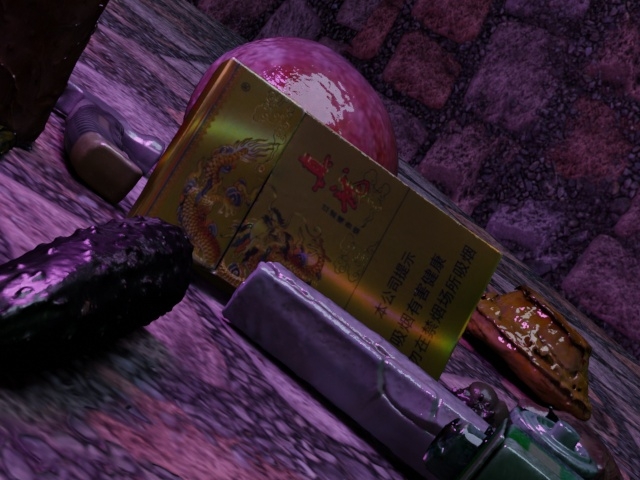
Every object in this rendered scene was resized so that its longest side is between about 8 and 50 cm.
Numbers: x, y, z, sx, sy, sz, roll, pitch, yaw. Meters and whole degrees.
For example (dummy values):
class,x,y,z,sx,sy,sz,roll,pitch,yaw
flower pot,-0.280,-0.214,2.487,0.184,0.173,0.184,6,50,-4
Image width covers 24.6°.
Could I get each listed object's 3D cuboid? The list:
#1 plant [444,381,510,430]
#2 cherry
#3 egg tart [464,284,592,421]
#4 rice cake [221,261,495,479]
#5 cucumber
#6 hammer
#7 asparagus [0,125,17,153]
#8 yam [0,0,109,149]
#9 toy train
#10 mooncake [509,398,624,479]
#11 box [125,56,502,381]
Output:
class,x,y,z,sx,sy,sz,roll,pitch,yaw
plant,0.123,0.159,1.266,0.085,0.087,0.174,69,18,5
cherry,-0.031,-0.103,1.554,0.236,0.213,0.285,32,15,18
egg tart,0.285,0.137,1.950,0.241,0.106,0.241,41,6,-5
rice cake,0.068,0.136,1.160,0.336,0.066,0.063,37,17,12
cucumber,-0.137,0.029,0.874,0.303,0.081,0.072,-34,101,-81
hammer,-0.208,-0.097,1.358,0.159,0.041,0.226,35,9,-19
asparagus,-0.250,-0.063,1.077,0.233,0.022,0.023,-107,-172,-79
yam,-0.232,-0.227,1.219,0.131,0.280,0.131,27,8,-4
toy train,0.193,0.236,0.996,0.301,0.120,0.202,39,12,4
mooncake,0.240,0.215,1.446,0.125,0.073,0.130,45,13,31
box,0.000,0.000,1.279,0.311,0.173,0.043,36,-19,-17
